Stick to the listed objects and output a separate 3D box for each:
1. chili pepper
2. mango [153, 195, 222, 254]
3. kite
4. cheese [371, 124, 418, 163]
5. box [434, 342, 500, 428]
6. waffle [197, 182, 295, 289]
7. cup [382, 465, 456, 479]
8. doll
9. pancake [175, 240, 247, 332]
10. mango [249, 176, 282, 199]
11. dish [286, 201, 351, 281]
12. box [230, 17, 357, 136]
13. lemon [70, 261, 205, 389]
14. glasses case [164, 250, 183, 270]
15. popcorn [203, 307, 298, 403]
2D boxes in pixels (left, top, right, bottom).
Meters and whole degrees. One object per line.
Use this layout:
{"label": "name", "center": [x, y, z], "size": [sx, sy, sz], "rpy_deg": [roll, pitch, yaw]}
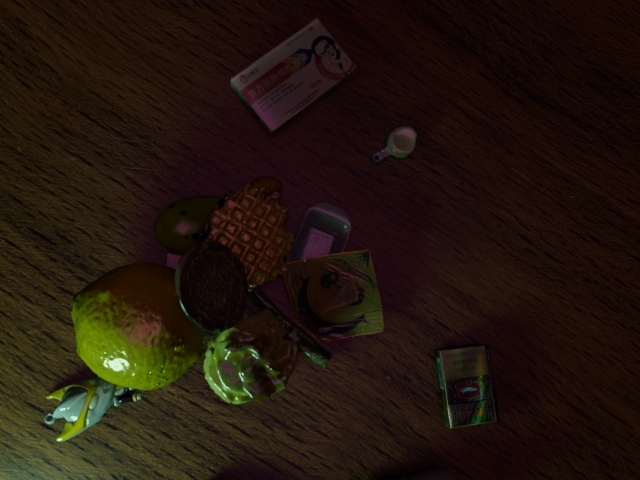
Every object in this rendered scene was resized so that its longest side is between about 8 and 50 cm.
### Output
{"label": "chili pepper", "center": [-0.109, 0.250, 1.843], "size": [0.359, 0.085, 0.076], "rpy_deg": [42, 108, -2]}
{"label": "mango", "center": [-0.347, -0.049, 1.829], "size": [0.293, 0.143, 0.175], "rpy_deg": [-7, 73, -17]}
{"label": "kite", "center": [0.050, 0.155, 1.853], "size": [0.377, 0.013, 0.327], "rpy_deg": [36, 102, -5]}
{"label": "cheese", "center": [0.246, -0.298, 1.967], "size": [0.092, 0.047, 0.171], "rpy_deg": [38, 80, 2]}
{"label": "box", "center": [0.448, 0.445, 1.886], "size": [0.159, 0.071, 0.240], "rpy_deg": [-7, 84, -9]}
{"label": "waffle", "center": [-0.220, -0.012, 1.775], "size": [0.307, 0.060, 0.312], "rpy_deg": [-2, 85, -22]}
{"label": "cup", "center": [0.255, 0.764, 1.778], "size": [0.288, 0.203, 0.203], "rpy_deg": [-12, 84, -14]}
{"label": "doll", "center": [-0.633, 0.449, 1.757], "size": [0.316, 0.103, 0.146], "rpy_deg": [-23, 82, -14]}
{"label": "pancake", "center": [-0.290, 0.120, 1.640], "size": [0.250, 0.031, 0.250], "rpy_deg": [15, 71, -48]}
{"label": "mango", "center": [-0.173, -0.160, 1.902], "size": [0.114, 0.057, 0.079], "rpy_deg": [-16, 78, -11]}
{"label": "dish", "center": [0.000, 0.000, 1.896], "size": [0.154, 0.064, 0.234], "rpy_deg": [23, 82, -3]}
{"label": "box", "center": [-0.083, -0.522, 1.954], "size": [0.353, 0.069, 0.214], "rpy_deg": [-38, 88, -11]}
{"label": "lemon", "center": [-0.495, 0.225, 1.678], "size": [0.387, 0.350, 0.350], "rpy_deg": [23, 81, 6]}
{"label": "glasses case", "center": [-0.358, 0.081, 1.855], "size": [0.218, 0.049, 0.075], "rpy_deg": [6, 83, -5]}
{"label": "popcorn", "center": [-0.199, 0.328, 1.748], "size": [0.292, 0.237, 0.293], "rpy_deg": [0, 85, -5]}
